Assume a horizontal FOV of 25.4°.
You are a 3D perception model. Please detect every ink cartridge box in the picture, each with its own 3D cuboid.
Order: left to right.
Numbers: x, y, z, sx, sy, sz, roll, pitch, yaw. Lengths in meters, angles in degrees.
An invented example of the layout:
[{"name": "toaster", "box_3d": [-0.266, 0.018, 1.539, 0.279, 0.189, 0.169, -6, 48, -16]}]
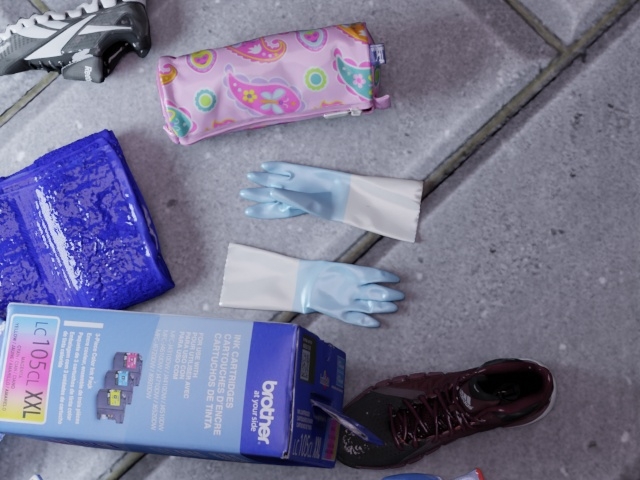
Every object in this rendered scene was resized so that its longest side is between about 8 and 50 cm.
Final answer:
[{"name": "ink cartridge box", "box_3d": [-0.129, 0.169, 1.592, 0.395, 0.270, 0.151, 2, 80, 13]}]

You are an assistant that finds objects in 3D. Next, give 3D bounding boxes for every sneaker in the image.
[{"name": "sneaker", "box_3d": [-0.321, -0.242, 1.816, 0.234, 0.078, 0.106, -20, 75, -3]}, {"name": "sneaker", "box_3d": [0.141, 0.188, 1.649, 0.281, 0.162, 0.106, -18, 77, 0]}]

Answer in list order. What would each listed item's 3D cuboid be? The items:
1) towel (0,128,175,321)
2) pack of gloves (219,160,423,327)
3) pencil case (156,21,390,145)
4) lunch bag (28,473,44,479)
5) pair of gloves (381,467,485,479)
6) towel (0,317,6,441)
[{"name": "towel", "box_3d": [-0.360, 0.013, 1.765, 0.308, 0.076, 0.228, -24, 77, -1]}, {"name": "pack of gloves", "box_3d": [0.000, 0.000, 1.760, 0.232, 0.046, 0.195, 8, 78, 6]}, {"name": "pencil case", "box_3d": [-0.060, -0.194, 1.767, 0.284, 0.124, 0.124, -9, 77, 0]}, {"name": "lunch bag", "box_3d": [-0.275, 0.406, 1.587, 0.115, 0.243, 0.303, -35, 77, -14]}, {"name": "pair of gloves", "box_3d": [0.139, 0.368, 1.683, 0.159, 0.023, 0.198, -15, 77, 1]}, {"name": "towel", "box_3d": [-0.513, 0.141, 1.732, 0.336, 0.040, 0.243, 34, 103, 9]}]
